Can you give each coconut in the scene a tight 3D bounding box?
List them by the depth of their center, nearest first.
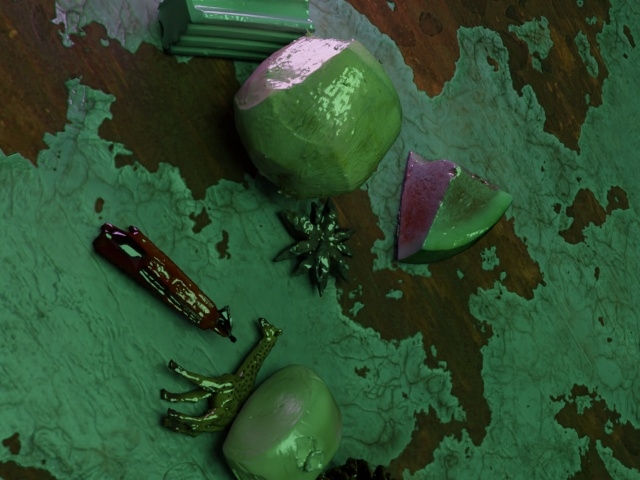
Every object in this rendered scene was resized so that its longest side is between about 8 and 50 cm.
[{"bbox_3d":[-0.016,-0.213,1.573,0.254,0.297,0.297,-44,105,-17],"label":"coconut"}]

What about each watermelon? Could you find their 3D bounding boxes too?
[{"bbox_3d":[0.269,-0.072,1.835,0.310,0.193,0.232,-19,109,-23],"label":"watermelon"}]

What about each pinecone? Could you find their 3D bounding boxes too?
[{"bbox_3d":[0.057,0.465,1.541,0.173,0.173,0.174,8,74,-32],"label":"pinecone"}]

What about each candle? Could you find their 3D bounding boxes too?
[{"bbox_3d":[-0.256,0.076,1.473,0.301,0.059,0.084,43,57,-10],"label":"candle"}]

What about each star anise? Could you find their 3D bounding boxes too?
[{"bbox_3d":[0.000,0.000,1.667,0.195,0.065,0.182,37,60,-17],"label":"star anise"}]

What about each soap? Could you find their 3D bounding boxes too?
[{"bbox_3d":[-0.158,-0.406,1.606,0.261,0.150,0.094,-2,75,-34],"label":"soap"}]

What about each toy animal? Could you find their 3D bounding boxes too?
[{"bbox_3d":[-0.162,0.242,1.509,0.275,0.054,0.149,-23,87,-33],"label":"toy animal"}]

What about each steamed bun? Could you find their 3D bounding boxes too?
[{"bbox_3d":[-0.042,0.331,1.488,0.239,0.152,0.170,-50,122,-39],"label":"steamed bun"}]
